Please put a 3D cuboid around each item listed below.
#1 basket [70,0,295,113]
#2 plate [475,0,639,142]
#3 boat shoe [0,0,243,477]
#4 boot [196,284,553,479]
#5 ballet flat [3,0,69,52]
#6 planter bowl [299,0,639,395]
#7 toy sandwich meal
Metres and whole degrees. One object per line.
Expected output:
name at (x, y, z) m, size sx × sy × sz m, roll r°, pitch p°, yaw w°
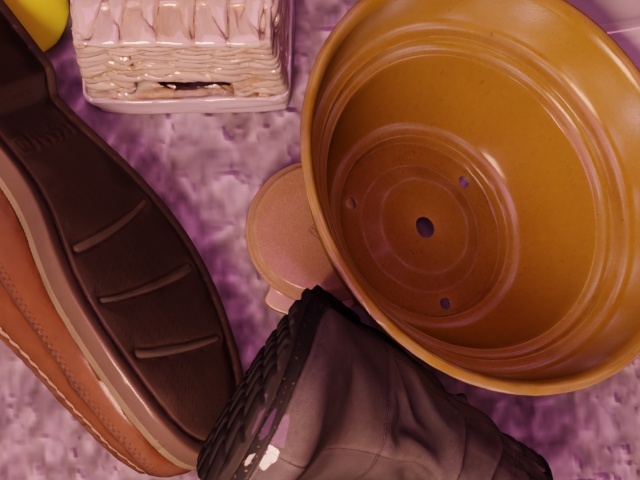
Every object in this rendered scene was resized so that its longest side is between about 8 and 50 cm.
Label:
basket at (-0.070, -0.157, 1.001) m, size 0.113 × 0.103 × 0.167 m, roll 0°, pitch 80°, yaw 0°
plate at (0.193, -0.211, 1.044) m, size 0.277 × 0.045 × 0.278 m, roll -11°, pitch 80°, yaw -2°
boat shoe at (-0.152, -0.003, 0.978) m, size 0.104 × 0.110 × 0.307 m, roll -38°, pitch 79°, yaw 27°
boot at (0.042, 0.094, 0.881) m, size 0.161 × 0.246 × 0.083 m, roll 33°, pitch 99°, yaw 3°
ballet flat at (-0.214, -0.196, 1.020) m, size 0.077 × 0.077 × 0.231 m, roll -33°, pitch 82°, yaw -7°
planter bowl at (0.070, -0.018, 0.967) m, size 0.217 × 0.090 × 0.217 m, roll 9°, pitch 68°, yaw -23°
toy sandwich meal at (0.000, 0.000, 1.011) m, size 0.085 × 0.029 × 0.086 m, roll 0°, pitch 76°, yaw -1°
